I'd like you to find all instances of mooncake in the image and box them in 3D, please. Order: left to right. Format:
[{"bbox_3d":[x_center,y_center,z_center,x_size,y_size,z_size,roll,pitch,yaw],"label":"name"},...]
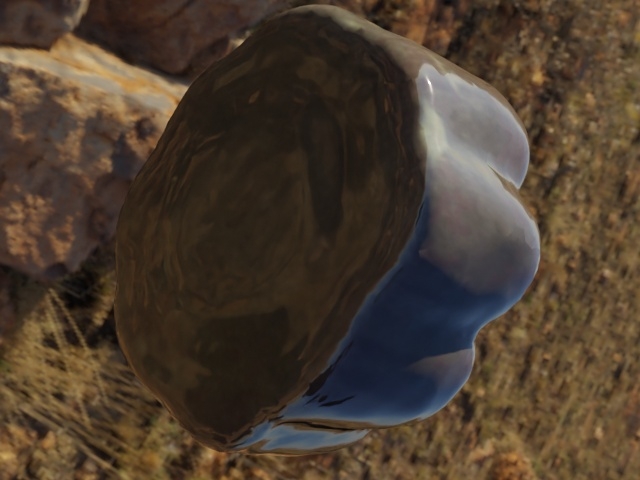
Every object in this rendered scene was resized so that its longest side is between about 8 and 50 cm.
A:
[{"bbox_3d":[0.000,0.000,0.702,0.154,0.306,0.306,18,95,-41],"label":"mooncake"}]
